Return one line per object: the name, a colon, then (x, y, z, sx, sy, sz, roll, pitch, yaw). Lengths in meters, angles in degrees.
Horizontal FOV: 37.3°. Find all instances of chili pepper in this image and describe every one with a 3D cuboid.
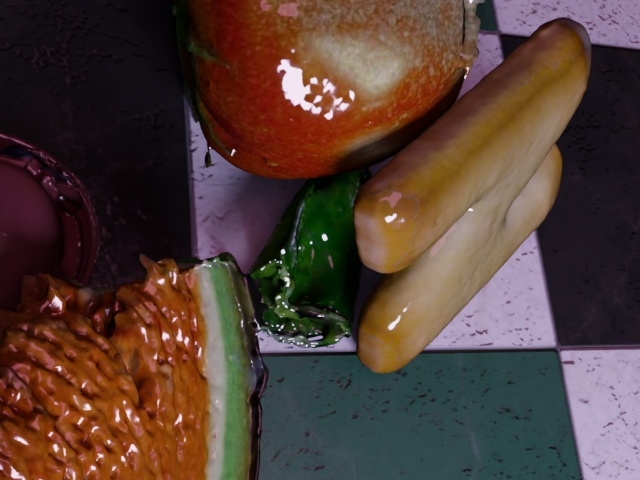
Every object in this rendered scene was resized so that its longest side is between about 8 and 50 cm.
chili pepper: (0.002, 0.000, 0.843, 0.108, 0.062, 0.216, 45, 55, -28)

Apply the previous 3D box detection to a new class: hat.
hat: (-0.268, -0.004, 0.724, 0.205, 0.089, 0.206, 8, 66, -18)

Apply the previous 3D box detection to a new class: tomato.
tomato: (-0.002, -0.197, 0.777, 0.238, 0.303, 0.304, -9, 73, -11)

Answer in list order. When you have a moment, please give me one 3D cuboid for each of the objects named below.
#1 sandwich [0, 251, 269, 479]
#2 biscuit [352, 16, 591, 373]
sandwich: (-0.181, 0.134, 0.663, 0.301, 0.162, 0.251, 4, 79, -51)
biscuit: (0.132, -0.034, 0.813, 0.062, 0.237, 0.290, 33, 57, 27)
